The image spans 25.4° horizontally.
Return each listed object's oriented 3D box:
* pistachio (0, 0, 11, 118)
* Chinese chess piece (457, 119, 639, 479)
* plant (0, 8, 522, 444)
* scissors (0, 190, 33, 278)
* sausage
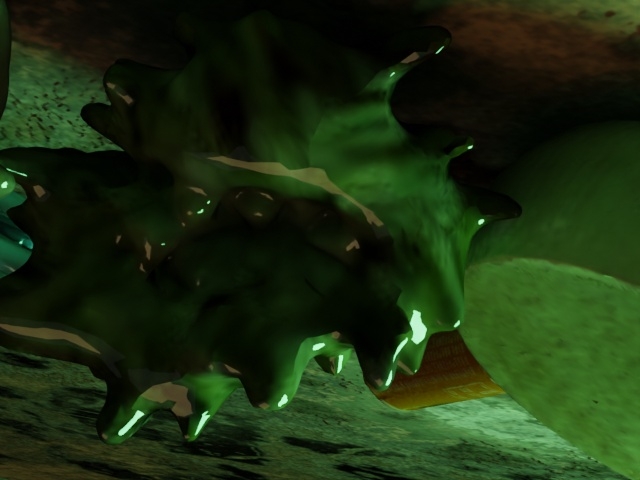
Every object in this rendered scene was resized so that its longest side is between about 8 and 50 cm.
[{"bbox_3d":[-0.224,-0.093,0.532,0.166,0.197,0.288,52,-176,12],"label":"pistachio"},{"bbox_3d":[0.175,0.043,0.679,0.237,0.092,0.238,31,158,14],"label":"Chinese chess piece"},{"bbox_3d":[-0.043,-0.044,0.704,0.251,0.180,0.333,-5,-160,0],"label":"plant"},{"bbox_3d":[-0.275,-0.048,0.791,0.393,0.032,0.180,29,-170,-20],"label":"scissors"},{"bbox_3d":[0.111,0.070,0.952,0.071,0.071,0.234,18,162,-22],"label":"sausage"}]
